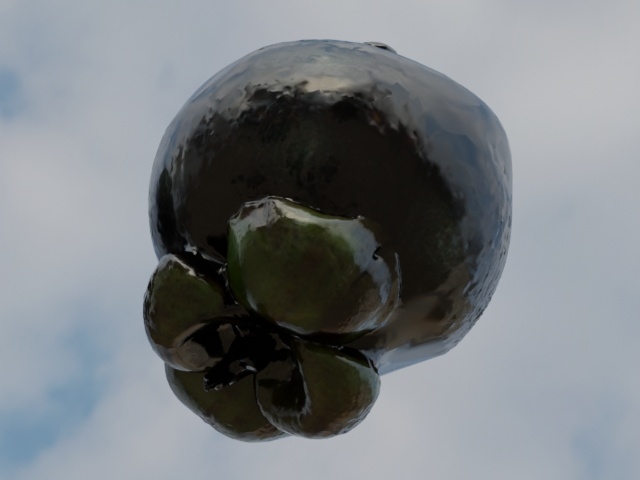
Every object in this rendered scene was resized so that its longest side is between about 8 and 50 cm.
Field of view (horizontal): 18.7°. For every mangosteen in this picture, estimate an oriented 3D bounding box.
[{"bbox_3d":[0.000,0.000,1.096,0.242,0.243,0.243,4,-65,9],"label":"mangosteen"}]
